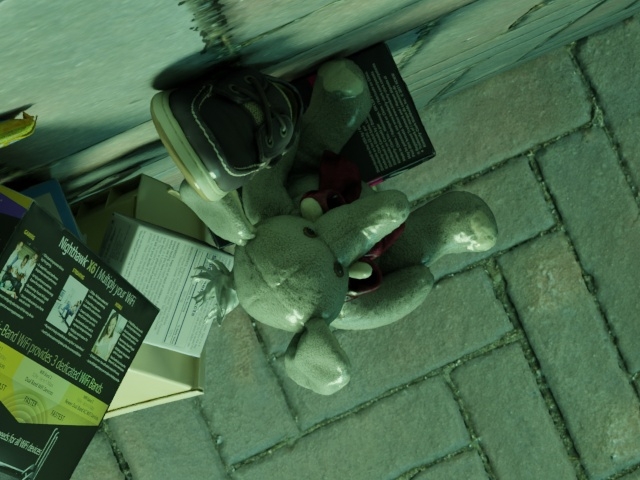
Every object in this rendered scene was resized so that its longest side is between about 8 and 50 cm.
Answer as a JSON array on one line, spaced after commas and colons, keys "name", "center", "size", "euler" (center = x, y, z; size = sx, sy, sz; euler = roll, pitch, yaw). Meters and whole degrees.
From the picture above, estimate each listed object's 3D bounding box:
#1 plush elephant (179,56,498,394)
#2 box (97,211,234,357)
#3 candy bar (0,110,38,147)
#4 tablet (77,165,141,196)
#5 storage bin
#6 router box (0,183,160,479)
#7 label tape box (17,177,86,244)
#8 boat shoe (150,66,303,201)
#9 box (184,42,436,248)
[{"name": "plush elephant", "center": [0.000, 0.000, 1.336], "size": [0.330, 0.272, 0.255], "euler": [-36, -170, 3]}, {"name": "box", "center": [-0.185, 0.050, 1.484], "size": [0.137, 0.126, 0.072], "euler": [20, 180, -36]}, {"name": "candy bar", "center": [-0.261, -0.054, 0.871], "size": [0.161, 0.018, 0.040], "euler": [-25, -175, -35]}, {"name": "tablet", "center": [-0.268, -0.074, 1.665], "size": [0.054, 0.006, 0.083], "euler": [-24, -179, -41]}, {"name": "storage bin", "center": [-0.274, 0.080, 1.671], "size": [0.262, 0.260, 0.123], "euler": [-19, 150, 40]}, {"name": "router box", "center": [-0.270, 0.108, 1.111], "size": [0.243, 0.081, 0.309], "euler": [-62, 160, -13]}, {"name": "label tape box", "center": [-0.381, 0.037, 1.413], "size": [0.249, 0.115, 0.348], "euler": [-24, -175, -12]}, {"name": "boat shoe", "center": [-0.070, -0.103, 1.129], "size": [0.092, 0.103, 0.285], "euler": [-29, -176, 10]}, {"name": "box", "center": [-0.020, -0.106, 1.539], "size": [0.270, 0.143, 0.165], "euler": [-23, -179, 1]}]
